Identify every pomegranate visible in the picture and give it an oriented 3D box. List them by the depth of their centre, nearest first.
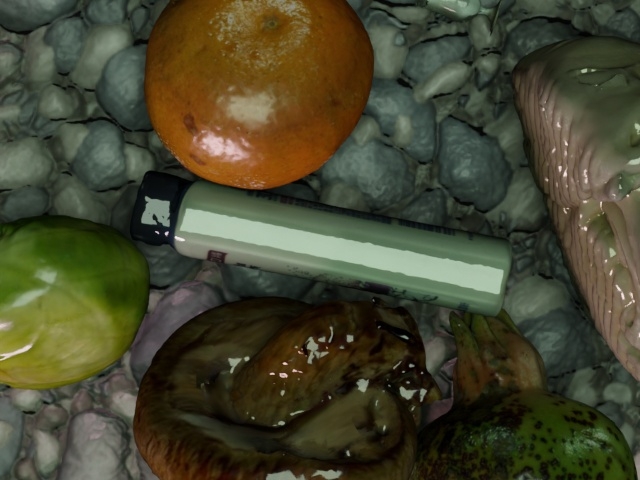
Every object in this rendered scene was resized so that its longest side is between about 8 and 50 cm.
[{"bbox_3d":[0.185,0.212,1.834,0.222,0.276,0.204,-7,136,-7],"label":"pomegranate"}]

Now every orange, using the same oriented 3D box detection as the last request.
[{"bbox_3d":[-0.058,-0.153,1.765,0.224,0.170,0.224,3,63,-6],"label":"orange"}]

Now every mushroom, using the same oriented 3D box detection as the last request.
[{"bbox_3d":[-0.021,0.165,1.782,0.283,0.263,0.195,-27,133,13],"label":"mushroom"}]

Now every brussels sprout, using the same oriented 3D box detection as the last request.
[{"bbox_3d":[-0.267,0.058,1.772,0.223,0.223,0.161,-20,82,0],"label":"brussels sprout"}]

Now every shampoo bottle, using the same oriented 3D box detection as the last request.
[{"bbox_3d":[0.000,0.000,1.811,0.359,0.134,0.078,11,96,-1],"label":"shampoo bottle"}]

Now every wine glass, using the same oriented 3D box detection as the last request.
[{"bbox_3d":[0.136,-0.231,1.844,0.083,0.042,0.039,16,57,-1],"label":"wine glass"}]

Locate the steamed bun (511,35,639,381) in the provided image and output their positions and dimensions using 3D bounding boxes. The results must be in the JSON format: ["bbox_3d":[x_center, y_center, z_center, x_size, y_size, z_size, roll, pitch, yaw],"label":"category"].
[{"bbox_3d":[0.326,-0.051,1.733,0.219,0.324,0.309,-20,105,-4],"label":"steamed bun"}]

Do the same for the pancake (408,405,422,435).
[{"bbox_3d":[0.052,0.177,1.891,0.108,0.017,0.108,0,93,-5],"label":"pancake"}]
